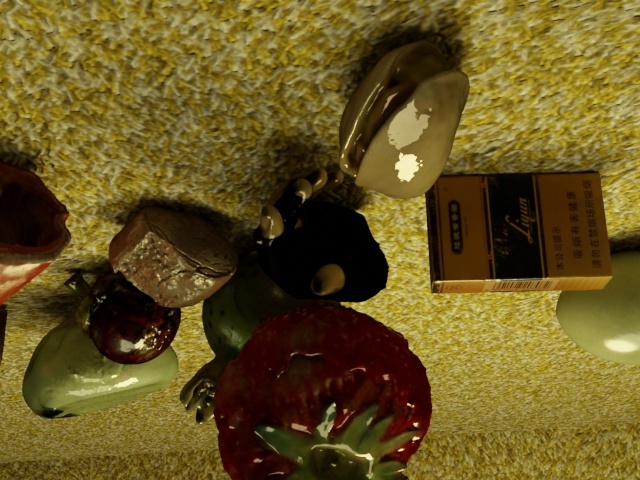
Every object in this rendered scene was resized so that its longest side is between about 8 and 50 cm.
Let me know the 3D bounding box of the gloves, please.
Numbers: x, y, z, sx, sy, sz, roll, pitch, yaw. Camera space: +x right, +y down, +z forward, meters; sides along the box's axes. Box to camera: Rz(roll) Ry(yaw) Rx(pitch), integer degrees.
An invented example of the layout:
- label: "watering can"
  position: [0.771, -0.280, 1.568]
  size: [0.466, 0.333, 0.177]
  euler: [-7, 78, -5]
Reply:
- label: "gloves"
  position: [-0.004, 0.005, 1.334]
  size: [0.152, 0.197, 0.301]
  euler: [-30, 152, 1]

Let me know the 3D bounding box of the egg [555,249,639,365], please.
- label: "egg"
  position: [0.511, 0.108, 1.632]
  size: [0.253, 0.186, 0.186]
  euler: [-7, 159, 7]

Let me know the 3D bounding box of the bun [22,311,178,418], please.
- label: "bun"
  position: [-0.416, 0.212, 1.865]
  size: [0.293, 0.187, 0.293]
  euler: [-17, 171, -3]

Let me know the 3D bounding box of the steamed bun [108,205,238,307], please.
- label: "steamed bun"
  position: [-0.214, 0.027, 1.473]
  size: [0.175, 0.106, 0.145]
  euler: [30, 144, -25]

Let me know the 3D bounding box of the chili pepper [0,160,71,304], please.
- label: "chili pepper"
  position: [-0.495, -0.002, 1.308]
  size: [0.251, 0.229, 0.305]
  euler: [21, 140, -39]

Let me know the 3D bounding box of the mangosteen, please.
- label: "mangosteen"
  position: [-0.326, 0.126, 1.699]
  size: [0.184, 0.172, 0.172]
  euler: [7, 166, 33]

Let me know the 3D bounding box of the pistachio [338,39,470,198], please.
- label: "pistachio"
  position: [0.089, -0.127, 1.096]
  size: [0.152, 0.126, 0.223]
  euler: [-32, 159, -14]

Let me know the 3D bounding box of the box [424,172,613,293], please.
- label: "box"
  position: [0.263, -0.009, 1.362]
  size: [0.237, 0.152, 0.070]
  euler: [0, 160, -1]

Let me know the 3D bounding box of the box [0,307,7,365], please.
- label: "box"
  position: [-0.828, 0.202, 1.900]
  size: [0.344, 0.122, 0.385]
  euler: [13, 155, -34]

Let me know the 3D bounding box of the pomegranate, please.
- label: "pomegranate"
  position: [-0.085, 0.166, 1.585]
  size: [0.242, 0.306, 0.242]
  euler: [14, 162, 5]

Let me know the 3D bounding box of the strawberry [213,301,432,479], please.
- label: "strawberry"
  position: [-0.011, 0.204, 1.330]
  size: [0.292, 0.310, 0.292]
  euler: [-15, 126, -22]
